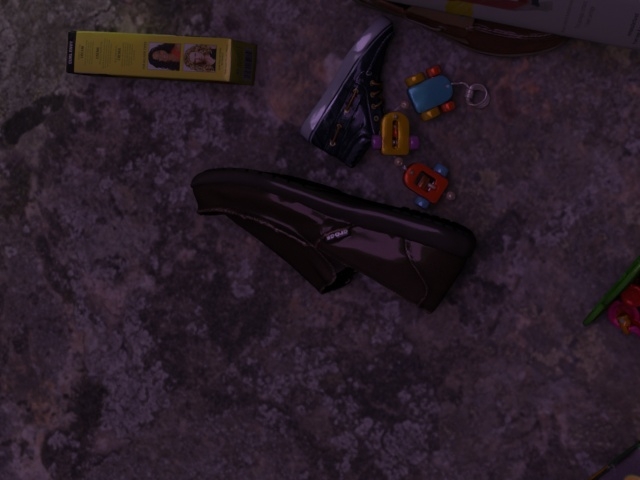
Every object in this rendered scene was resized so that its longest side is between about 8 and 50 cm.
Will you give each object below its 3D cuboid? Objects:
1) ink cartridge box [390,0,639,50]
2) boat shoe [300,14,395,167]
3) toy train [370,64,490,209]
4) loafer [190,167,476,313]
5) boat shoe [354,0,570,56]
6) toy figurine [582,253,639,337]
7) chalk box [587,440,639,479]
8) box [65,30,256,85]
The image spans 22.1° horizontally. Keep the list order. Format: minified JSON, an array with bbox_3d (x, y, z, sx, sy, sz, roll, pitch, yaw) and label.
[{"bbox_3d":[0.215,-0.396,1.823,0.384,0.160,0.279,12,76,5],"label":"ink cartridge box"},{"bbox_3d":[0.057,-0.181,2.015,0.083,0.065,0.183,35,104,9],"label":"boat shoe"},{"bbox_3d":[0.130,-0.128,1.996,0.125,0.046,0.166,27,88,-8],"label":"toy train"},{"bbox_3d":[0.000,0.000,1.991,0.365,0.134,0.130,16,95,20],"label":"loafer"},{"bbox_3d":[0.149,-0.298,1.949,0.324,0.116,0.123,15,95,20],"label":"boat shoe"},{"bbox_3d":[0.409,0.087,1.865,0.159,0.130,0.173,41,125,6],"label":"toy figurine"},{"bbox_3d":[0.367,0.332,1.832,0.289,0.179,0.180,-39,76,14],"label":"chalk box"},{"bbox_3d":[-0.204,-0.234,2.095,0.232,0.087,0.058,5,93,19],"label":"box"}]
